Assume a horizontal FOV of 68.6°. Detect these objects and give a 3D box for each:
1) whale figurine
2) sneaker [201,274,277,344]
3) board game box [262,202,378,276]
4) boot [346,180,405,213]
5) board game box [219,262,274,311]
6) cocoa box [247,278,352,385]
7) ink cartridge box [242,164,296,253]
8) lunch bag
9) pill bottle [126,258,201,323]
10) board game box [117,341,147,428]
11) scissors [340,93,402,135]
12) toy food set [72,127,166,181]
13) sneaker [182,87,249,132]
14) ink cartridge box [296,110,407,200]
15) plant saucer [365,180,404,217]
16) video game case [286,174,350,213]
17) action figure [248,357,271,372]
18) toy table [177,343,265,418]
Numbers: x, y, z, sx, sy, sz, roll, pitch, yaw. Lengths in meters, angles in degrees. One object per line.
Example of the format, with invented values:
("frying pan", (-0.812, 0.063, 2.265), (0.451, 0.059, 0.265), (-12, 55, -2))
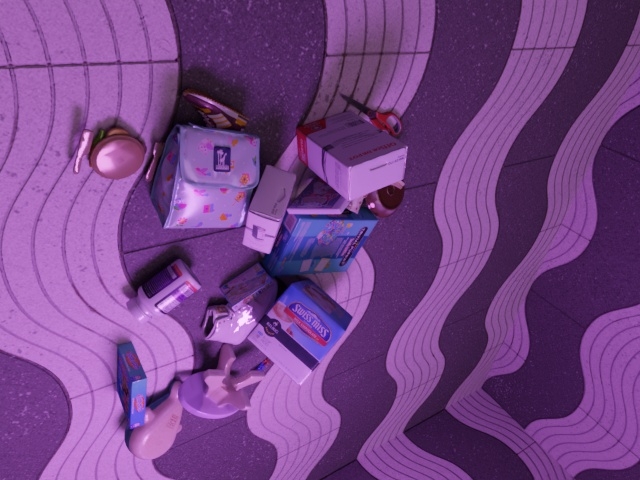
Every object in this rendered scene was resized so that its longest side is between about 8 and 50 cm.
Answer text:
("whale figurine", (-0.569, 0.617, 1.644), (0.272, 0.141, 0.216), (-60, 143, -20))
("sneaker", (-0.275, 0.230, 1.561), (0.169, 0.108, 0.292), (20, 110, -49))
("board game box", (0.000, 0.000, 1.591), (0.336, 0.079, 0.254), (-1, 133, -39))
("boot", (0.153, -0.163, 1.533), (0.213, 0.077, 0.165), (20, 97, -8))
("board game box", (-0.240, 0.149, 1.525), (0.154, 0.103, 0.026), (-34, 138, -12))
("cocoa box", (-0.053, 0.288, 1.588), (0.228, 0.231, 0.347), (-49, 173, 4))
("ink cartridge box", (-0.145, -0.082, 1.307), (0.092, 0.159, 0.218), (20, 153, -6))
("lunch bag", (-0.283, -0.164, 1.180), (0.223, 0.160, 0.262), (-1, 132, -38))
("pill bottle", (-0.452, 0.150, 1.351), (0.193, 0.108, 0.108), (-37, 138, -9))
("board game box", (-0.583, 0.446, 1.446), (0.047, 0.160, 0.210), (-9, 128, -35))
("scissors", (0.167, -0.404, 1.475), (0.109, 0.021, 0.297), (-47, 138, 6))
("toy food set", (-0.477, -0.203, 1.105), (0.192, 0.038, 0.132), (2, 128, -46))
("sneaker", (-0.266, -0.305, 1.163), (0.185, 0.069, 0.084), (18, 110, -44))
("ink cartridge box", (0.084, -0.249, 1.337), (0.197, 0.273, 0.114), (-23, 134, -23))
("plant saucer", (0.233, -0.178, 1.629), (0.198, 0.036, 0.199), (-4, 96, -41))
("video game case", (0.022, -0.142, 1.388), (0.183, 0.201, 0.023), (-52, 128, -34))
("action figure", (-0.252, 0.520, 1.877), (0.115, 0.030, 0.038), (-35, 143, -8))
("toy table", (-0.338, 0.511, 1.654), (0.161, 0.252, 0.274), (-45, 154, 24))
